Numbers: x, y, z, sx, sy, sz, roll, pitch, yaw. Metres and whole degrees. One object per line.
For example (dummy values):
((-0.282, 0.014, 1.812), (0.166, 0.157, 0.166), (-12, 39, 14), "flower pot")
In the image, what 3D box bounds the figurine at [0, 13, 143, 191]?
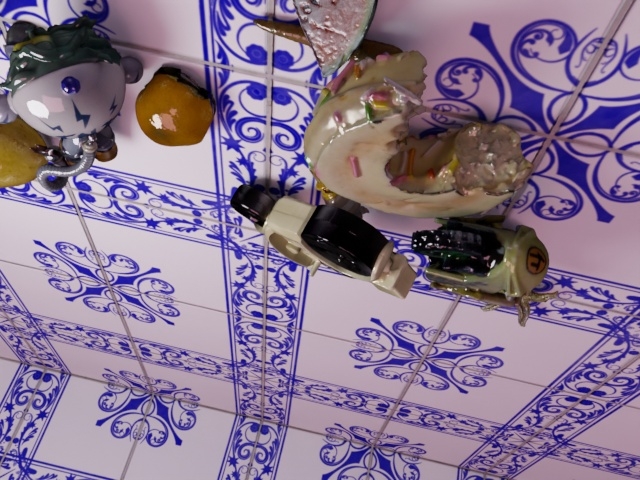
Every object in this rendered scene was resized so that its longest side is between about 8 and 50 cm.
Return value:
((-0.438, -0.249, 1.120), (0.186, 0.261, 0.382), (50, 161, 1), "figurine")

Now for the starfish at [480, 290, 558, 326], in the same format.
((0.443, 0.134, 1.480), (0.175, 0.053, 0.208), (18, 148, -8), "starfish")

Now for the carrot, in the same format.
((0.015, -0.312, 0.991), (0.254, 0.049, 0.049), (17, 147, 2), "carrot")

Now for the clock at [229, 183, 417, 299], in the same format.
((0.000, 0.000, 1.321), (0.379, 0.120, 0.276), (22, 165, 42), "clock")

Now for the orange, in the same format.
((-0.276, -0.234, 1.166), (0.160, 0.112, 0.170), (3, 134, 17), "orange")

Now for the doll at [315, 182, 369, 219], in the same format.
((0.044, -0.087, 1.300), (0.127, 0.073, 0.084), (41, 171, -29), "doll")

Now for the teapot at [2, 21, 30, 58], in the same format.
((-0.527, -0.345, 1.132), (0.088, 0.057, 0.066), (27, 146, -18), "teapot")

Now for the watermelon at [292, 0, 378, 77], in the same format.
((0.022, -0.344, 0.926), (0.139, 0.071, 0.187), (37, 124, 11), "watermelon")

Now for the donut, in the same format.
((0.141, -0.156, 1.036), (0.371, 0.150, 0.307), (24, 152, -35), "donut")

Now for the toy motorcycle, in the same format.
((0.310, 0.034, 1.219), (0.236, 0.169, 0.410), (13, 177, 16), "toy motorcycle")

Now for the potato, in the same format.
((-0.665, -0.188, 1.343), (0.158, 0.178, 0.204), (11, 125, -23), "potato")
